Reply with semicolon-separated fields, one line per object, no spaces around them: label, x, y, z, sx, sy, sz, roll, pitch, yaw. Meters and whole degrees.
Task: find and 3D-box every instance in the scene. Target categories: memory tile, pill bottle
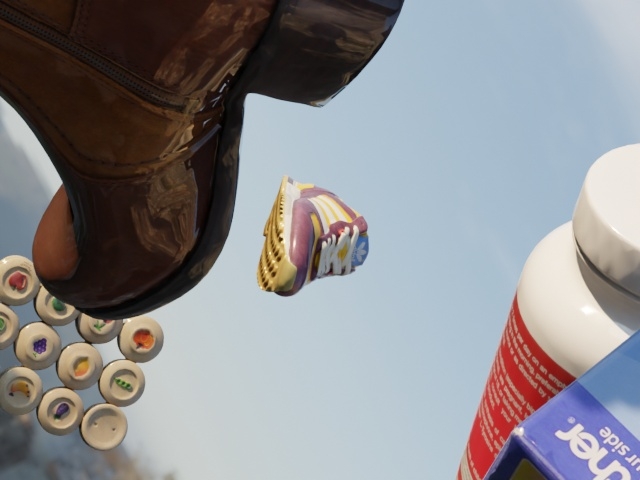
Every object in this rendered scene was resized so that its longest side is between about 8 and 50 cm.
memory tile;-0.198;0.088;1.452;0.148;0.113;0.012;27;-7;-23
pill bottle;0.266;0.126;1.694;0.229;0.229;0.407;56;-35;41

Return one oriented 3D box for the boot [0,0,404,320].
boot;-0.147;-0.073;0.707;0.264;0.280;0.096;-40;-138;53

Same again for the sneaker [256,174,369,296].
sneaker;0.000;0.000;1.494;0.185;0.084;0.069;-86;-165;-69

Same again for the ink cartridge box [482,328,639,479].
ink cartridge box;0.271;0.154;1.076;0.270;0.395;0.151;46;-25;17
